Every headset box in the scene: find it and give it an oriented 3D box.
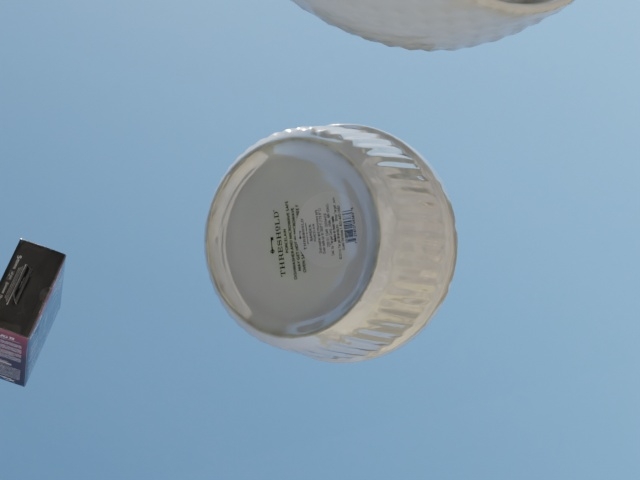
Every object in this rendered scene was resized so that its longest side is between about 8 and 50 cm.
[{"bbox_3d":[-0.183,0.044,0.746,0.032,0.083,0.062,19,-122,-3],"label":"headset box"}]

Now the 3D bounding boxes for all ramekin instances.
[{"bbox_3d":[0.000,0.000,1.009,0.109,0.207,0.207,8,-93,-62],"label":"ramekin"}]

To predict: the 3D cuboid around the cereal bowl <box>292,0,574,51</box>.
[{"bbox_3d":[0.020,-0.263,0.737,0.339,0.141,0.339,19,-120,-36],"label":"cereal bowl"}]
